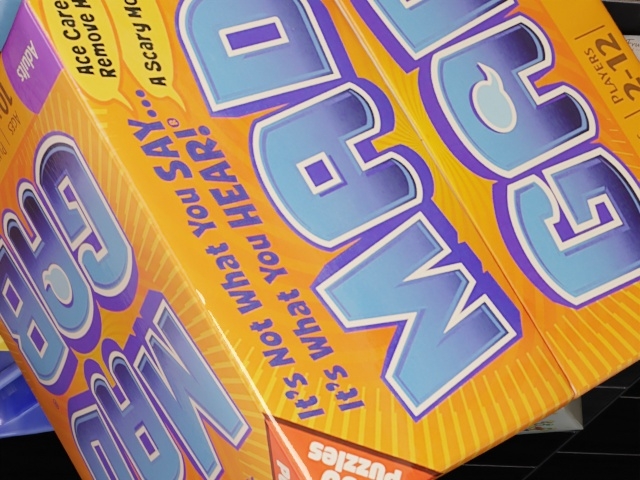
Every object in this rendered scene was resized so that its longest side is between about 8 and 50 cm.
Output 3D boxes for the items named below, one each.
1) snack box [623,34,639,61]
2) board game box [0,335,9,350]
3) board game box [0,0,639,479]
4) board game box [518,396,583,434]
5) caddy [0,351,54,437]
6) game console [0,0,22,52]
[{"bbox_3d":[0.259,-0.136,1.421,0.141,0.037,0.100,2,160,-4],"label":"snack box"},{"bbox_3d":[-0.302,-0.027,1.445,0.317,0.242,0.064,2,-164,-5],"label":"board game box"},{"bbox_3d":[0.000,0.000,1.157,0.356,0.356,0.356,-26,171,-28],"label":"board game box"},{"bbox_3d":[0.113,0.095,1.767,0.303,0.224,0.097,-7,157,20],"label":"board game box"},{"bbox_3d":[-0.226,0.086,1.663,0.341,0.179,0.241,-34,162,27],"label":"caddy"},{"bbox_3d":[-0.273,-0.196,1.056,0.293,0.173,0.250,0,-177,-2],"label":"game console"}]
